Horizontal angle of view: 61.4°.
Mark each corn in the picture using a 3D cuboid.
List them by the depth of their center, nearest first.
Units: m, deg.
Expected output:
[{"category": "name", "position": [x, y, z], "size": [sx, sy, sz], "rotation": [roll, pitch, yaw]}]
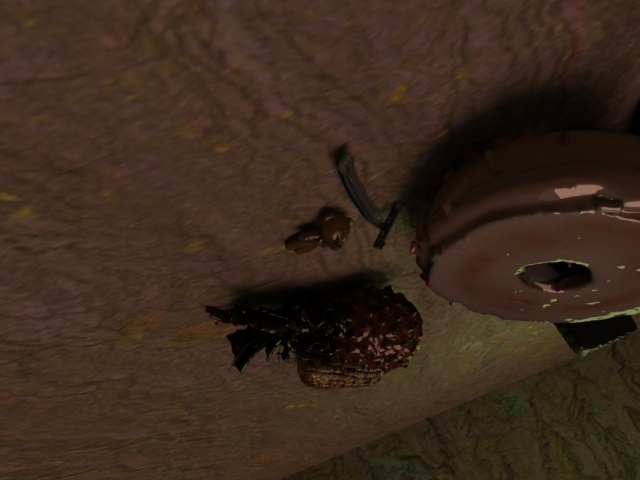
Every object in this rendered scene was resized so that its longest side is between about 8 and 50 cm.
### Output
[{"category": "corn", "position": [0.047, 0.304, 1.254], "size": [0.253, 0.086, 0.086], "rotation": [9, 139, -43]}]

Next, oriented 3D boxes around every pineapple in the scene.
[{"category": "pineapple", "position": [-0.010, 0.146, 0.899], "size": [0.365, 0.165, 0.165], "rotation": [4, 143, -25]}]

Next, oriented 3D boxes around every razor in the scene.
[{"category": "razor", "position": [0.054, -0.055, 0.685], "size": [0.068, 0.037, 0.191], "rotation": [-63, 149, -13]}]

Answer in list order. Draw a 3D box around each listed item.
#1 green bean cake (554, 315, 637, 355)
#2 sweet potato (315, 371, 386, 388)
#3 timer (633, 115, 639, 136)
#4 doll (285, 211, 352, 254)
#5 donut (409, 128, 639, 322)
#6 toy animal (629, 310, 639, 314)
[{"category": "green bean cake", "position": [0.746, 0.217, 1.502], "size": [0.181, 0.173, 0.094], "rotation": [-20, 151, -9]}, {"category": "sweet potato", "position": [0.096, 0.350, 1.388], "size": [0.226, 0.068, 0.068], "rotation": [-24, 152, 7]}, {"category": "timer", "position": [0.631, -0.189, 0.779], "size": [0.340, 0.115, 0.309], "rotation": [-24, 149, 6]}, {"category": "doll", "position": [-0.001, -0.009, 0.739], "size": [0.093, 0.051, 0.061], "rotation": [-5, 166, 36]}, {"category": "donut", "position": [0.316, -0.010, 0.734], "size": [0.383, 0.142, 0.382], "rotation": [5, 151, 3]}, {"category": "toy animal", "position": [0.540, 0.034, 0.980], "size": [0.338, 0.216, 0.191], "rotation": [31, 79, -49]}]
